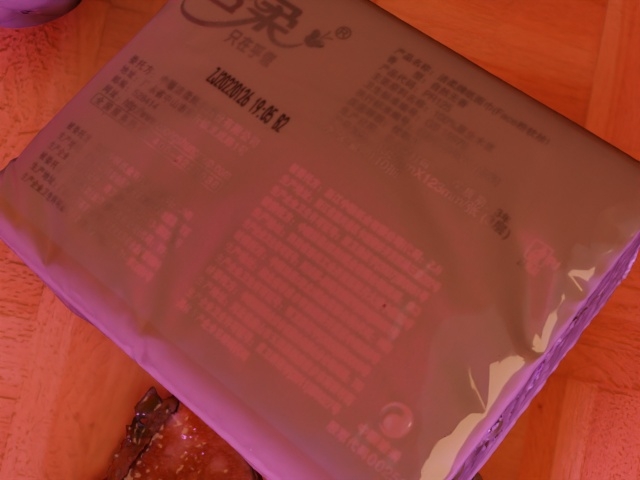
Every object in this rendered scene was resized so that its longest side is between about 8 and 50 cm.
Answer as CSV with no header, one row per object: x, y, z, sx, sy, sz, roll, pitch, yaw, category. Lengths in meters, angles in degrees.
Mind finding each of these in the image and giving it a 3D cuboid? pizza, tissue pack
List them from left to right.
-0.150,0.229,0.810,0.195,0.052,0.185,-26,102,-18,pizza
0.000,0.000,0.705,0.404,0.205,0.332,36,76,21,tissue pack

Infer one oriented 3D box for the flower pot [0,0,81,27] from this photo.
-0.259,-0.288,0.704,0.195,0.246,0.246,19,84,-13,flower pot

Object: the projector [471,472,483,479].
0.124,0.266,0.803,0.088,0.193,0.270,-39,97,-12,projector
